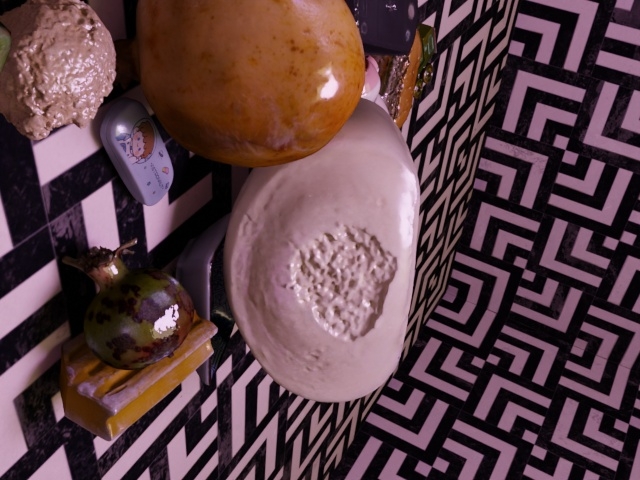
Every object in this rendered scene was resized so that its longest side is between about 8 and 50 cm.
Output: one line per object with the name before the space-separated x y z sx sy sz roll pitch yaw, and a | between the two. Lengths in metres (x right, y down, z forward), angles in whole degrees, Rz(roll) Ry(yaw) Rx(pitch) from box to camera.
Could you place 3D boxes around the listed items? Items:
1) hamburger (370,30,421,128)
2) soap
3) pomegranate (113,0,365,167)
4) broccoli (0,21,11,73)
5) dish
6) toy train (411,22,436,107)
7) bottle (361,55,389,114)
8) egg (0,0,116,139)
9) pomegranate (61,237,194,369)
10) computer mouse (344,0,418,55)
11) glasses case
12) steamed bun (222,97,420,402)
hamburger | 0.157 -0.348 1.591 0.131 0.124 0.262 -14 127 -46
soap | -0.269 0.168 1.043 0.232 0.140 0.073 -39 146 -54
pomegranate | -0.082 -0.218 0.883 0.307 0.307 0.307 -53 156 -36
broccoli | -0.291 -0.194 0.405 0.297 0.297 0.297 -31 173 -4
dish | -0.194 0.090 1.209 0.182 0.080 0.243 -74 171 -59
toy train | 0.199 -0.401 1.741 0.225 0.090 0.137 -56 151 -29
bottle | 0.066 -0.266 1.465 0.147 0.147 0.236 -54 149 -33
egg | -0.266 -0.171 0.719 0.140 0.118 0.116 -54 175 -11
pomegranate | -0.242 0.082 0.958 0.148 0.148 0.169 -23 102 -63
computer mouse | 0.090 -0.436 1.374 0.269 0.100 0.170 -10 102 -57
glasses case | -0.238 -0.113 0.961 0.067 0.045 0.178 -59 159 -25
steamed bun | 0.000 0.000 1.219 0.371 0.290 0.456 -81 175 -69
